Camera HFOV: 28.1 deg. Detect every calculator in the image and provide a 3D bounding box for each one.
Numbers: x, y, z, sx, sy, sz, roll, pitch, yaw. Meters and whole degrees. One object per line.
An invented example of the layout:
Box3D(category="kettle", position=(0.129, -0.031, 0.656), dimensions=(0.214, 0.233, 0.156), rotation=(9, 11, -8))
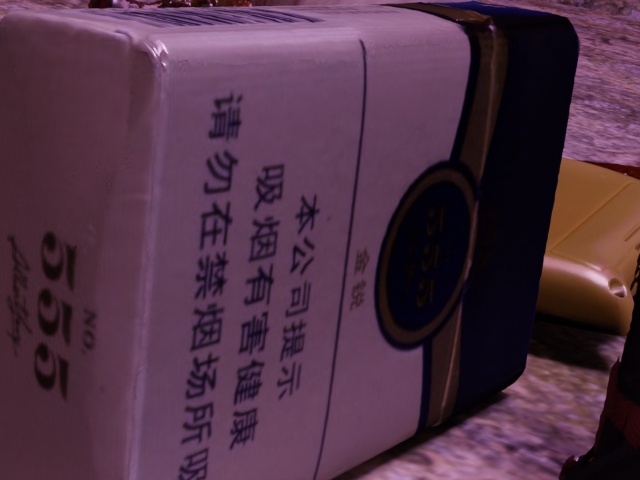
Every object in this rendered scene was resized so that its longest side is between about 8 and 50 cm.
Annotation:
Box3D(category="calculator", position=(0.081, -0.017, 0.694), dimensions=(0.236, 0.033, 0.157), rotation=(16, 31, 30))

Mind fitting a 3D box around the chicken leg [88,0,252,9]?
Box3D(category="chicken leg", position=(-0.079, -0.210, 1.294), dimensions=(0.322, 0.083, 0.177), rotation=(23, 37, 34))

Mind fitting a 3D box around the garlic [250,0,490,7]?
Box3D(category="garlic", position=(0.004, -0.137, 0.953), dimensions=(0.253, 0.245, 0.245), rotation=(-28, 16, 6))

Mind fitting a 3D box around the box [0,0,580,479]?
Box3D(category="box", position=(0.000, 0.000, 0.457), dimensions=(0.071, 0.168, 0.259), rotation=(18, 20, 34))

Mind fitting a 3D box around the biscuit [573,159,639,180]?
Box3D(category="biscuit", position=(0.194, -0.008, 0.794), dimensions=(0.192, 0.049, 0.192), rotation=(9, 16, -3))

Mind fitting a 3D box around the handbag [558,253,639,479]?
Box3D(category="handbag", position=(0.193, 0.047, 0.400), dimensions=(0.155, 0.169, 0.215), rotation=(15, 6, -44))
